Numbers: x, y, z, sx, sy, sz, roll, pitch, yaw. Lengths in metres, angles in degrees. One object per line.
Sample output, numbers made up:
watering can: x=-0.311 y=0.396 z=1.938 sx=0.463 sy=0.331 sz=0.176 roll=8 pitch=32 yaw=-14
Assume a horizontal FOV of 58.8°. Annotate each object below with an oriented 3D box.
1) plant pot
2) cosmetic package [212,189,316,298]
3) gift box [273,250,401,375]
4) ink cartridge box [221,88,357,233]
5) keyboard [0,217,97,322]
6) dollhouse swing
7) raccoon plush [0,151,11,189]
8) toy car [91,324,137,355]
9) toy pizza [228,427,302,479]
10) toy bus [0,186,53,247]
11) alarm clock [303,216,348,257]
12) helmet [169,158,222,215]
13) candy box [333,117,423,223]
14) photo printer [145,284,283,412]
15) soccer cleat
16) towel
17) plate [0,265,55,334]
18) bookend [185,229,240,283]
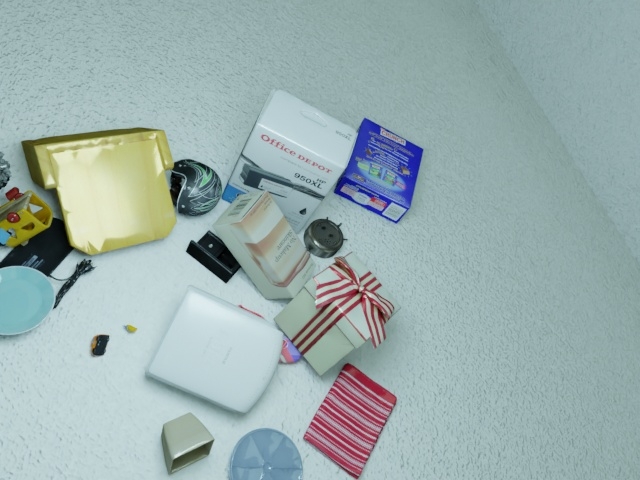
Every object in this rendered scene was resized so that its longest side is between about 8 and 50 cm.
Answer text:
plant pot: x=-0.337 y=0.491 z=1.398 sx=0.109 sy=0.109 sz=0.096 roll=-18 pitch=59 yaw=-33
cosmetic package: x=-0.158 y=0.017 z=1.660 sx=0.296 sy=0.129 sz=0.153 roll=57 pitch=47 yaw=-29
gift box: x=0.053 y=0.213 z=1.614 sx=0.255 sy=0.258 sz=0.276 roll=46 pitch=35 yaw=4
ink cartridge box: x=-0.105 y=-0.228 z=1.748 sx=0.286 sy=0.395 sz=0.166 roll=25 pitch=53 yaw=-10
keyboard: x=-0.728 y=0.086 z=1.490 sx=0.202 sy=0.033 sz=0.317 roll=29 pitch=54 yaw=0
dollhouse swing: x=-0.624 y=-0.154 z=1.648 sx=0.347 sy=0.315 sz=0.304 roll=-16 pitch=110 yaw=-32
raccoon plush: x=-1.011 y=-0.141 z=1.433 sx=0.447 sy=0.216 sz=0.299 roll=16 pitch=60 yaw=19
toy car: x=-0.544 y=0.259 z=1.485 sx=0.041 sy=0.060 sz=0.122 roll=18 pitch=18 yaw=39
toy pizza: x=-0.142 y=0.591 z=1.474 sx=0.201 sy=0.032 sz=0.201 roll=13 pitch=56 yaw=-20
toy bus: x=-0.793 y=-0.035 z=1.464 sx=0.191 sy=0.202 sz=0.104 roll=-57 pitch=133 yaw=-23
alarm clock: x=0.000 y=0.000 z=1.877 sx=0.129 sy=0.064 sz=0.192 roll=48 pitch=56 yaw=6
helmet: x=-0.380 y=-0.154 z=1.719 sx=0.169 sy=0.169 sz=0.161 roll=-27 pitch=59 yaw=-35
candy box: x=0.221 y=-0.261 z=2.099 sx=0.268 sy=0.122 sz=0.317 roll=26 pitch=55 yaw=-9
photo printer: x=-0.264 y=0.295 z=1.499 sx=0.308 sy=0.107 sz=0.256 roll=27 pitch=79 yaw=-10
soccer cleat: x=-0.156 y=0.268 z=1.618 sx=0.248 sy=0.095 sz=0.083 roll=33 pitch=53 yaw=-4
towel: x=0.093 y=0.510 z=1.637 sx=0.199 sy=0.031 sz=0.275 roll=37 pitch=53 yaw=-1
plate: x=-0.757 y=0.150 z=1.404 sx=0.188 sy=0.024 sz=0.188 roll=10 pitch=55 yaw=-15
bookend: x=-0.291 y=0.018 z=1.715 sx=0.156 sy=0.072 sz=0.157 roll=39 pitch=52 yaw=0
